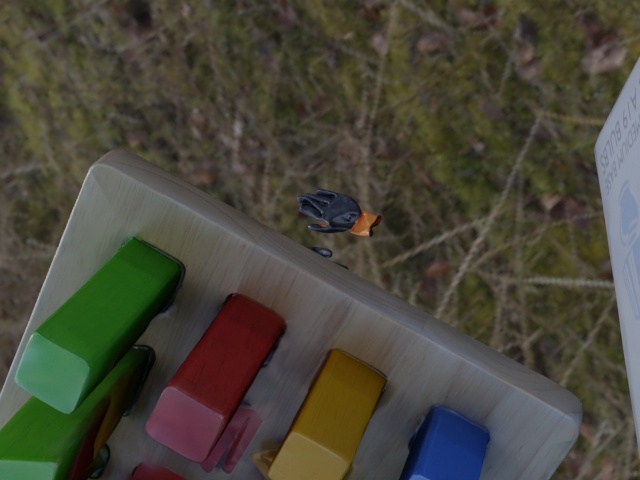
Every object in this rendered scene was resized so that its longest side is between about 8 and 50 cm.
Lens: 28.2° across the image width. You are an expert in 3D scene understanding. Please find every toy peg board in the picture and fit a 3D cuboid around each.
[{"bbox_3d":[-0.034,0.087,0.379,0.160,0.079,0.161,29,119,3],"label":"toy peg board"}]

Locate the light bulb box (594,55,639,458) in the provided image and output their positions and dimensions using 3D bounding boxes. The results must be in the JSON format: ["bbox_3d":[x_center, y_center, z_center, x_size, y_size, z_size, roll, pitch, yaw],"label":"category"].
[{"bbox_3d":[0.235,0.050,0.300,0.358,0.225,0.361,98,171,-63],"label":"light bulb box"}]

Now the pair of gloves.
[{"bbox_3d":[0.000,0.000,0.982,0.074,0.083,0.010,20,162,31],"label":"pair of gloves"}]
